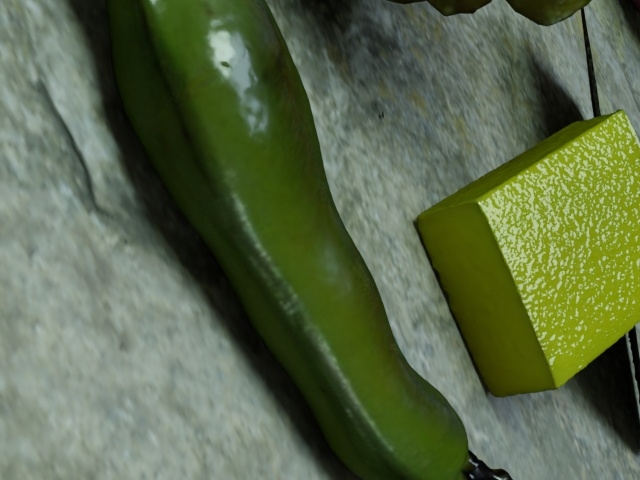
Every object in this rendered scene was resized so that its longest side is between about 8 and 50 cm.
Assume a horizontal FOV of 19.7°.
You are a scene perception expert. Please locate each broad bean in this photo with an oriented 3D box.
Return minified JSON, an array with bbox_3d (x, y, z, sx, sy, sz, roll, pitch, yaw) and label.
[{"bbox_3d":[-0.008,0.002,0.665,0.075,0.067,0.325,-46,121,-31],"label":"broad bean"}]

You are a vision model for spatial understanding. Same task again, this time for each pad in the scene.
[{"bbox_3d":[0.128,-0.050,0.999,0.323,0.055,0.250,41,38,-49],"label":"pad"}]

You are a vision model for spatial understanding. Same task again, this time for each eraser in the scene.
[{"bbox_3d":[0.114,0.004,0.880,0.122,0.045,0.097,-32,102,-39],"label":"eraser"}]

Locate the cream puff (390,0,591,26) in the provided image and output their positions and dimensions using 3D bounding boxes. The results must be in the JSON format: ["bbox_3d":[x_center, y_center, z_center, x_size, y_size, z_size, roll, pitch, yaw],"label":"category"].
[{"bbox_3d":[0.058,-0.200,0.785,0.244,0.196,0.244,12,41,-10],"label":"cream puff"}]

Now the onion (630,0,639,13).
[{"bbox_3d":[0.297,-0.232,1.384,0.201,0.200,0.207,66,-8,-10],"label":"onion"}]
